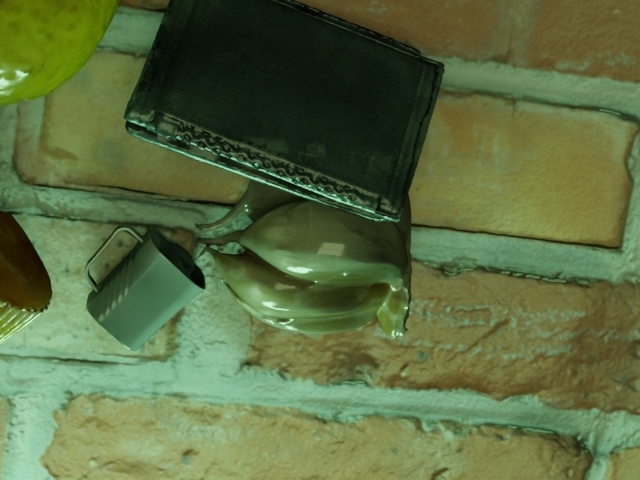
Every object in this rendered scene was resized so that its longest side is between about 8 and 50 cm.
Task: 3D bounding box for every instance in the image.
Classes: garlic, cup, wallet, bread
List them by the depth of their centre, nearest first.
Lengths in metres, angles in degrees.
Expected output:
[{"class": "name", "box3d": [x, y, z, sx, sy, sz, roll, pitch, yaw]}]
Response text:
[{"class": "bread", "box3d": [-0.435, 0.014, 1.694, 0.133, 0.179, 0.250, -41, 98, 13]}, {"class": "wallet", "box3d": [-0.039, -0.172, 1.701, 0.342, 0.075, 0.237, 19, 67, -6]}, {"class": "cup", "box3d": [-0.227, 0.049, 1.776, 0.129, 0.095, 0.128, -45, 107, 7]}, {"class": "garlic", "box3d": [0.000, 0.000, 1.791, 0.292, 0.210, 0.237, 21, 136, -18]}]

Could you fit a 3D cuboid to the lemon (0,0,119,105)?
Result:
[{"class": "lemon", "box3d": [-0.372, -0.321, 1.517, 0.350, 0.349, 0.387, 16, 115, -12]}]
